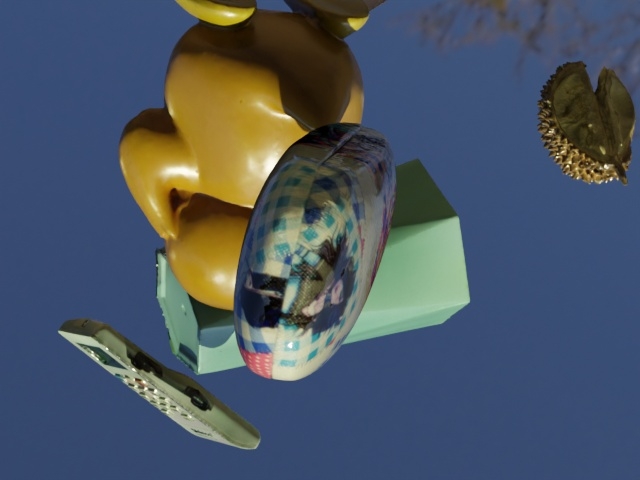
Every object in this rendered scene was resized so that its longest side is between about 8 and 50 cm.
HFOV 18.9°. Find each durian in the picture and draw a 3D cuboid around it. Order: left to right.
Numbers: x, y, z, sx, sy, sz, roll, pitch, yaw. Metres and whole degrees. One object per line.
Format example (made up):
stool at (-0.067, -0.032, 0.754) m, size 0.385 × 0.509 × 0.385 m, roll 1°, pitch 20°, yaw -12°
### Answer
durian at (0.255, -0.099, 1.841) m, size 0.110 × 0.071 × 0.140 m, roll -6°, pitch -119°, yaw -25°

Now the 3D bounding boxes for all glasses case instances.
glasses case at (0.000, 0.000, 1.172) m, size 0.076 × 0.125 × 0.327 m, roll 16°, pitch -171°, yaw 4°

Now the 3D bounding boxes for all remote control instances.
remote control at (-0.119, 0.106, 1.437) m, size 0.166 × 0.065 × 0.029 m, roll 40°, pitch -107°, yaw -28°

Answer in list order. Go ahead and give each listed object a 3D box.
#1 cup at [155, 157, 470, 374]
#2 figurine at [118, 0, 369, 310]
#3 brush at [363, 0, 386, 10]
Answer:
cup at (-0.011, 0.026, 1.589) m, size 0.235 × 0.148 × 0.134 m, roll -13°, pitch -166°, yaw -21°
figurine at (-0.049, -0.072, 1.443) m, size 0.215 × 0.228 × 0.215 m, roll 14°, pitch -138°, yaw -13°
brush at (-0.018, -0.195, 1.774) m, size 0.072 × 0.313 × 0.067 m, roll 40°, pitch -163°, yaw -37°
